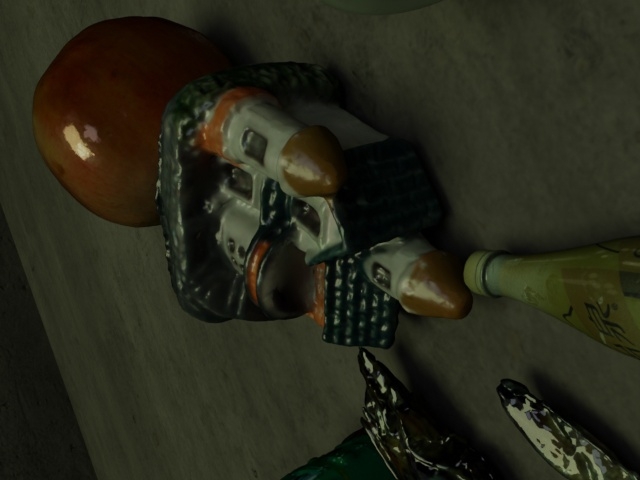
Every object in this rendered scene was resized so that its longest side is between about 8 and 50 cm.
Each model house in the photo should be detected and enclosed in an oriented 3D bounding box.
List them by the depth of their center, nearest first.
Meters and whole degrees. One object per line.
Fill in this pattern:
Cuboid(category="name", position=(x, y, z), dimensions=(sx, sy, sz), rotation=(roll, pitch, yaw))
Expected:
Cuboid(category="model house", position=(0.000, 0.000, 0.665), dimensions=(0.300, 0.190, 0.272), rotation=(33, 128, 43))

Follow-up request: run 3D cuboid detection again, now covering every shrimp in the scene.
Cuboid(category="shrimp", position=(0.162, 0.207, 0.632), dimensions=(0.365, 0.071, 0.233), rotation=(50, 135, 27))

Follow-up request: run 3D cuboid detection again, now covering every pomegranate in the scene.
Cuboid(category="pomegranate", position=(-0.200, -0.129, 0.859), dimensions=(0.270, 0.252, 0.229), rotation=(38, 146, 13))

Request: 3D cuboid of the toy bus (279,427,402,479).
Cuboid(category="toy bus", position=(0.047, 0.393, 0.761), dimensions=(0.183, 0.199, 0.344), rotation=(-46, 64, 54))

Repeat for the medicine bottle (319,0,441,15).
Cuboid(category="medicine bottle", position=(0.036, -0.304, 0.422), dimensions=(0.241, 0.252, 0.252), rotation=(60, 144, 18))

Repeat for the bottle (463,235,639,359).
Cuboid(category="bottle", position=(0.202, 0.035, 0.480), dimensions=(0.269, 0.083, 0.083), rotation=(9, 111, 55))
